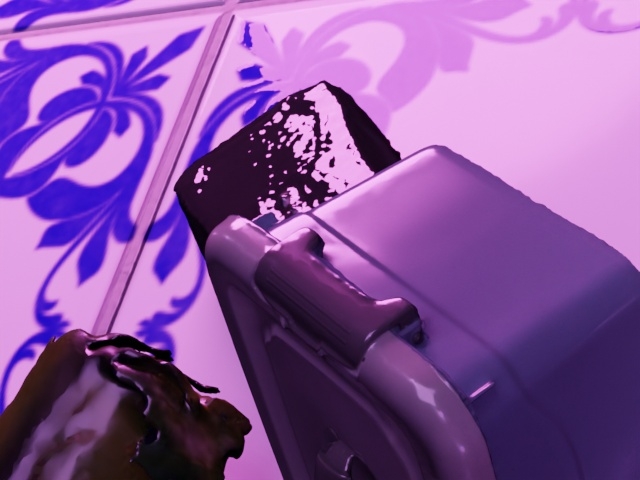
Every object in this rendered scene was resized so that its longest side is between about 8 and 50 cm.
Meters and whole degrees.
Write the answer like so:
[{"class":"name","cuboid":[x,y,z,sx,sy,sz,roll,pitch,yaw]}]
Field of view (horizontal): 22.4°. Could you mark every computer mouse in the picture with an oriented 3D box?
[{"class":"computer mouse","cuboid":[0.000,0.000,0.845,0.122,0.073,0.217,-32,38,2]}]

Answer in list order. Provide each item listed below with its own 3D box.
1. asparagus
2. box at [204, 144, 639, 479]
[{"class":"asparagus","cuboid":[-0.170,0.220,0.745,0.128,0.108,0.382,12,63,43]},{"class":"box","cuboid":[0.052,0.081,0.646,0.130,0.227,0.162,-34,42,-18]}]
